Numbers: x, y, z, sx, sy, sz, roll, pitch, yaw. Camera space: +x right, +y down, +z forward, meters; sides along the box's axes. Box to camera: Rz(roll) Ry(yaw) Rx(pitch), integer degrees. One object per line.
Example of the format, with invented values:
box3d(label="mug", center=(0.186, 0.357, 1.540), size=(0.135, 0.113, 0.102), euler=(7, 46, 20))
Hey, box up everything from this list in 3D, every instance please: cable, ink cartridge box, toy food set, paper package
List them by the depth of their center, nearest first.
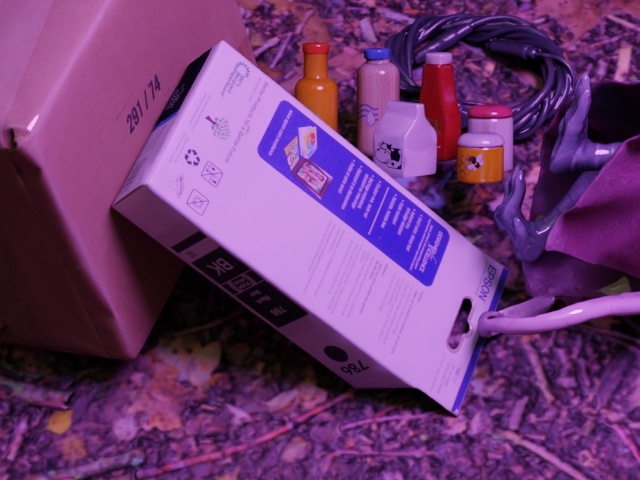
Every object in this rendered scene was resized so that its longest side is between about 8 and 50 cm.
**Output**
box3d(label="ink cartridge box", center=(0.000, 0.000, 1.439), size=(0.333, 0.065, 0.165), euler=(38, 53, -18))
box3d(label="paper package", center=(-0.202, -0.109, 1.460), size=(0.168, 0.309, 0.325), euler=(8, 54, 21))
box3d(label="toy food set", center=(0.083, -0.117, 1.525), size=(0.111, 0.104, 0.232), euler=(-10, 15, -40))
box3d(label="cable", center=(0.149, -0.156, 1.638), size=(0.184, 0.047, 0.150), euler=(4, 48, 14))

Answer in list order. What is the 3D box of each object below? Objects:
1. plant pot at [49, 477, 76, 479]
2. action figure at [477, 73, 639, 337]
box3d(label="plant pot", center=(-0.141, 0.268, 1.247), size=(0.174, 0.191, 0.191), euler=(4, 52, 19))
box3d(label="action figure", center=(0.346, -0.004, 1.403), size=(0.370, 0.248, 0.275), euler=(17, 87, -11))
